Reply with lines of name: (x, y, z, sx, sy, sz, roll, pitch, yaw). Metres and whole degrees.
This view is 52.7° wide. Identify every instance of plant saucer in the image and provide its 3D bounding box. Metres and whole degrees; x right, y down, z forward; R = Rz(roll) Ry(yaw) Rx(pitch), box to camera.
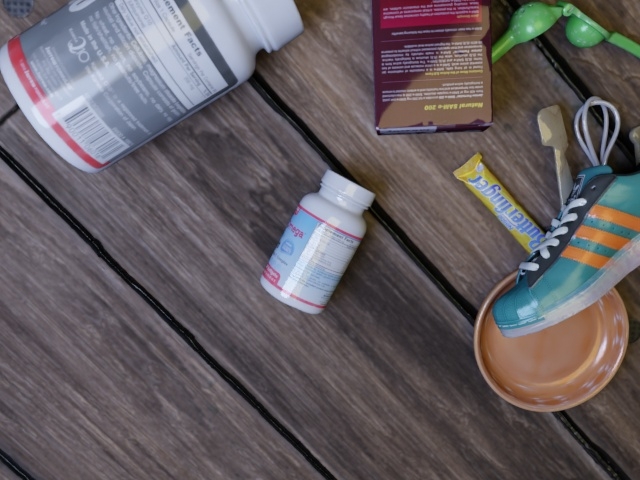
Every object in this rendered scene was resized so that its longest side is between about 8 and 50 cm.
plant saucer: (0.292, 0.120, 0.832, 0.200, 0.037, 0.200, -1, 101, -3)

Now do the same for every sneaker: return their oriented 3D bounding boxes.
sneaker: (0.308, -0.012, 0.747, 0.302, 0.108, 0.121, -37, 88, 2)

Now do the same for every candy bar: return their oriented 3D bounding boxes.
candy bar: (0.233, -0.040, 0.812, 0.040, 0.018, 0.161, -43, 98, 5)

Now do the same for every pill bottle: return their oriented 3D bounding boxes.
pill bottle: (-0.172, -0.209, 0.690, 0.283, 0.161, 0.161, -32, 100, 2)
pill bottle: (0.000, 0.000, 0.771, 0.087, 0.087, 0.160, 27, 97, -7)

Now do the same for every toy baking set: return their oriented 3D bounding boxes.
toy baking set: (0.369, -0.070, 0.810, 0.256, 0.030, 0.196, 12, 94, -9)

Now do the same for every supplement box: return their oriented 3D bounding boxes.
supplement box: (0.122, -0.242, 0.723, 0.130, 0.073, 0.239, -1, 93, 7)

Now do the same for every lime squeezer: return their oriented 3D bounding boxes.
lime squeezer: (0.287, -0.227, 0.764, 0.310, 0.059, 0.110, -5, 100, -3)
